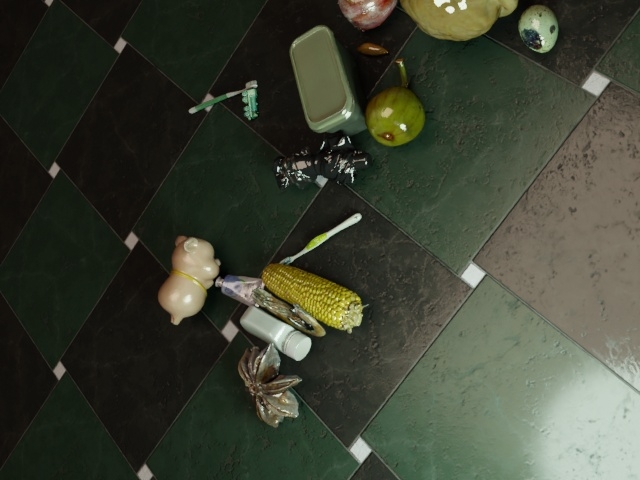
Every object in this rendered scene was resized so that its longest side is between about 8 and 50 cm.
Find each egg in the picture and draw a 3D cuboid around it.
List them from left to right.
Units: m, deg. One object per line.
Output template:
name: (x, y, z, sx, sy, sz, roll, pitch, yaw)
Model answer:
egg: (0.494, -0.479, 1.518, 0.085, 0.085, 0.110, -13, 84, 28)

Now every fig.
fig: (0.183, -0.323, 1.656, 0.142, 0.148, 0.186, -32, 26, 37)

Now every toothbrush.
toothbrush: (-0.296, -0.430, 2.018, 0.257, 0.018, 0.024, -16, 69, 27)
toothbrush: (0.000, 0.000, 1.756, 0.263, 0.026, 0.022, -31, 66, 19)

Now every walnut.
walnut: (0.326, -0.605, 1.536, 0.285, 0.285, 0.296, 30, 88, 32)

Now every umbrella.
umbrella: (0.004, -0.199, 1.741, 0.272, 0.110, 0.122, -4, 70, 31)

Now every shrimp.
shrimp: (-0.084, 0.179, 1.672, 0.219, 0.152, 0.046, 31, 77, 6)

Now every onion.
onion: (0.138, -0.641, 1.724, 0.194, 0.159, 0.160, -23, 69, 26)

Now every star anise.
star anise: (-0.134, 0.358, 1.704, 0.236, 0.093, 0.229, 35, 126, 40)

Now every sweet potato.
sweet potato: (0.136, -0.505, 1.767, 0.095, 0.034, 0.034, 13, 87, 30)

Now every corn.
corn: (-0.024, 0.132, 1.696, 0.305, 0.106, 0.106, 25, 93, 35)

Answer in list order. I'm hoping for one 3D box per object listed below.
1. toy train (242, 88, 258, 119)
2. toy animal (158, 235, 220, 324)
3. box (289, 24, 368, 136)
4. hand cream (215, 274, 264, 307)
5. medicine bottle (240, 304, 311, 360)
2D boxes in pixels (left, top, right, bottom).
toy train: (-0.203, -0.396, 1.952, 0.045, 0.029, 0.092, -11, 78, 12)
toy animal: (-0.369, 0.114, 1.873, 0.165, 0.149, 0.248, 3, 80, 56)
box: (0.039, -0.392, 1.717, 0.138, 0.178, 0.274, -22, 70, 26)
hand cream: (-0.225, 0.131, 1.852, 0.142, 0.053, 0.084, 14, 87, 22)
medicine bottle: (-0.114, 0.238, 1.716, 0.183, 0.119, 0.069, 26, 71, 32)
